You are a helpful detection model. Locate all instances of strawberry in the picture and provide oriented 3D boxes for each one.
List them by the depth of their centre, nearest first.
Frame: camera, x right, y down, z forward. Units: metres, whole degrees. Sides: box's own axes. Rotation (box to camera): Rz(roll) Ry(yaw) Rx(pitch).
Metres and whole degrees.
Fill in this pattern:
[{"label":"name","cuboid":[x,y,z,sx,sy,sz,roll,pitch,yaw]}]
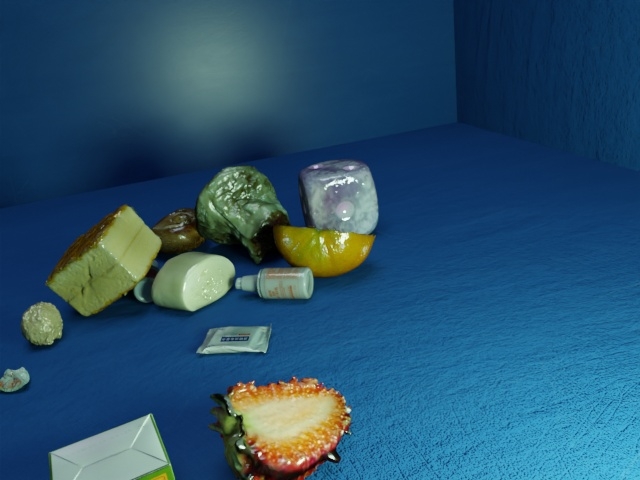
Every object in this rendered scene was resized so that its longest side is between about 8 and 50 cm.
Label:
[{"label":"strawberry","cuboid":[-0.067,0.394,1.134,0.306,0.138,0.233,7,29,-40]}]

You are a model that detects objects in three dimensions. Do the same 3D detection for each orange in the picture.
[{"label":"orange","cuboid":[-0.002,0.002,1.871,0.310,0.274,0.274,38,30,0]}]

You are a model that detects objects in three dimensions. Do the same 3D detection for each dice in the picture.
[{"label":"dice","cuboid":[0.066,-0.160,2.225,0.270,0.270,0.271,-11,22,-8]}]

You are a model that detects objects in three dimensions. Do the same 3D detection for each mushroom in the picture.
[{"label":"mushroom","cuboid":[-0.568,-0.034,2.271,0.253,0.154,0.253,-15,23,7]}]

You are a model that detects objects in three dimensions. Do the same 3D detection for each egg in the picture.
[{"label":"egg","cuboid":[-0.840,0.253,1.711,0.118,0.116,0.140,9,45,-18]}]

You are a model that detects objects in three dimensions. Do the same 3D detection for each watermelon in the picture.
[{"label":"watermelon","cuboid":[-0.814,0.359,1.506,0.085,0.061,0.085,-6,31,4]}]

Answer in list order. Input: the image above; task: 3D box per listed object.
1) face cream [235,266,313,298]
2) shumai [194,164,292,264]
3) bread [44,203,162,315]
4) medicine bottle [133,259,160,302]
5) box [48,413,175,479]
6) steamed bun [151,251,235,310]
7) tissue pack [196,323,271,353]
[{"label":"face cream","cuboid":[-0.154,0.135,1.794,0.251,0.101,0.101,-2,22,15]},{"label":"shumai","cuboid":[-0.264,-0.072,2.143,0.324,0.398,0.323,-39,64,-20]},{"label":"bread","cuboid":[-0.703,0.069,1.859,0.279,0.207,0.279,-33,25,17]},{"label":"medicine bottle","cuboid":[-0.594,0.133,1.959,0.090,0.091,0.217,-12,21,-10]},{"label":"box","cuboid":[-0.366,0.449,1.022,0.194,0.148,0.177,-18,21,-23]},{"label":"steamed bun","cuboid":[-0.420,0.119,1.848,0.199,0.155,0.250,8,24,34]},{"label":"tissue pack","cuboid":[-0.234,0.275,1.571,0.192,0.026,0.123,-4,23,9]}]
